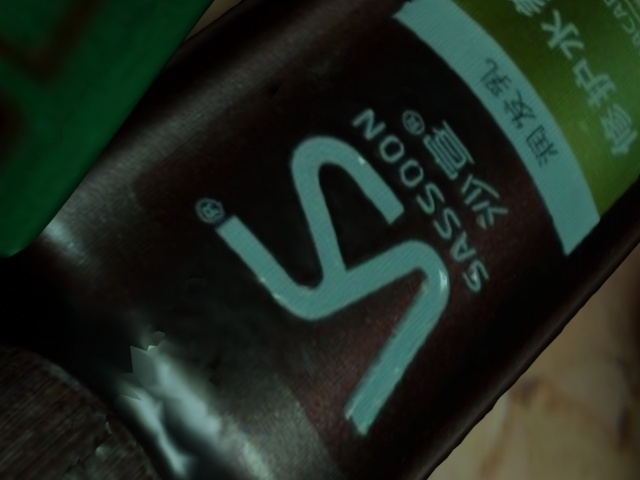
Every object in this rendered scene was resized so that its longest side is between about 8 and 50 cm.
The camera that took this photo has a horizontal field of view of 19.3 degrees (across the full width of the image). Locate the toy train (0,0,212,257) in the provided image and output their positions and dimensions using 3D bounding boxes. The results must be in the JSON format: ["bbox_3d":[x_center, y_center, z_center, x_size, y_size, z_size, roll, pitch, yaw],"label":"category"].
[{"bbox_3d":[-0.102,-0.170,0.344,0.429,0.249,0.178,34,38,-5],"label":"toy train"}]

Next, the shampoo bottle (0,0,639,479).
[{"bbox_3d":[0.000,0.000,0.482,0.323,0.084,0.129,-40,98,-41],"label":"shampoo bottle"}]
